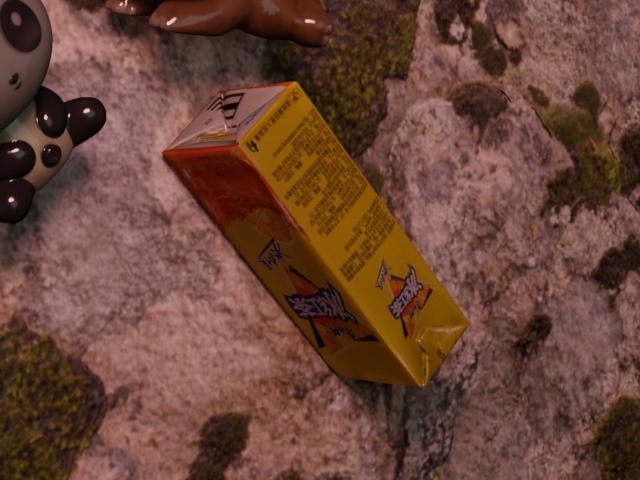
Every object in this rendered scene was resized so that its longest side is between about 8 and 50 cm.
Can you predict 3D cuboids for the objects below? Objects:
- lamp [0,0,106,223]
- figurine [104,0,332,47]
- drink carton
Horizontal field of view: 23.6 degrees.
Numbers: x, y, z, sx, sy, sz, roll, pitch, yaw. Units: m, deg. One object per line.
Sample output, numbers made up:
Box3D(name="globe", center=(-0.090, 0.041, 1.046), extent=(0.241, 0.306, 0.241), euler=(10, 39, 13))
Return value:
Box3D(name="lamp", center=(-0.320, -0.145, 1.392), extent=(0.198, 0.197, 0.244), euler=(-54, 128, -24))
Box3D(name="figurine", center=(-0.104, -0.300, 1.550), extent=(0.247, 0.177, 0.173), euler=(4, 106, -26))
Box3D(name="drink carton", center=(0.000, 0.000, 1.642), extent=(0.111, 0.154, 0.351), euler=(-49, 117, -26))
